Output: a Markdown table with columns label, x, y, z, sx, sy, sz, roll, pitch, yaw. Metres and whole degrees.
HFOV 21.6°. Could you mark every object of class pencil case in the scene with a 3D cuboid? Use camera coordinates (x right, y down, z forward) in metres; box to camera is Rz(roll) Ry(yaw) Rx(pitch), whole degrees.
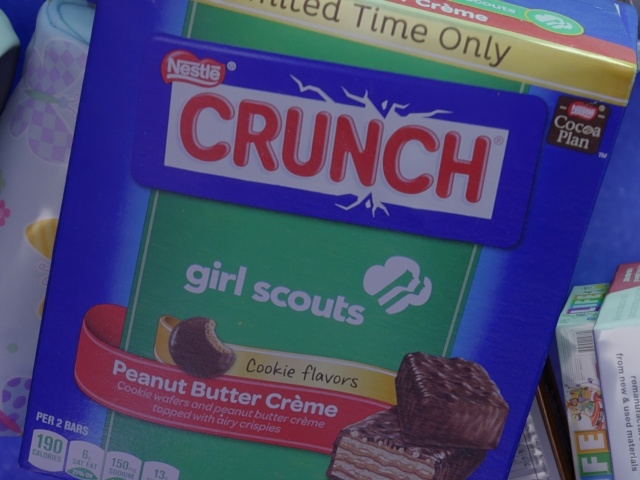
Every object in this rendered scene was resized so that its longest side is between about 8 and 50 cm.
| label | x | y | z | sx | sy | sz | roll | pitch | yaw |
| --- | --- | --- | --- | --- | --- | --- | --- | --- | --- |
| pencil case | -0.169 | -0.014 | 1.034 | 0.124 | 0.113 | 0.273 | 46 | 115 | 49 |

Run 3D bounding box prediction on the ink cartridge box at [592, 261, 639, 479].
| label | x | y | z | sx | sy | sz | roll | pitch | yaw |
| --- | --- | --- | --- | --- | --- | --- | --- | --- | --- |
| ink cartridge box | 0.277 | 0.061 | 0.903 | 0.237 | 0.172 | 0.100 | -7 | 99 | 15 |

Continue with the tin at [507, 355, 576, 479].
| label | x | y | z | sx | sy | sz | roll | pitch | yaw |
| --- | --- | --- | --- | --- | --- | --- | --- | --- | --- |
| tin | 0.100 | 0.124 | 1.035 | 0.106 | 0.040 | 0.190 | -16 | 96 | 13 |

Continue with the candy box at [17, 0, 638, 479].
| label | x | y | z | sx | sy | sz | roll | pitch | yaw |
| --- | --- | --- | --- | --- | --- | --- | --- | --- | --- |
| candy box | 0.000 | 0.000 | 0.907 | 0.268 | 0.122 | 0.317 | 14 | 114 | 1 |

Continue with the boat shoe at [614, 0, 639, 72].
| label | x | y | z | sx | sy | sz | roll | pitch | yaw |
| --- | --- | --- | --- | --- | --- | --- | --- | --- | --- |
| boat shoe | 0.212 | -0.168 | 0.916 | 0.277 | 0.096 | 0.098 | -43 | 86 | 17 |

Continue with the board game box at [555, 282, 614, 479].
| label | x | y | z | sx | sy | sz | roll | pitch | yaw |
| --- | --- | --- | --- | --- | --- | --- | --- | --- | --- |
| board game box | 0.165 | 0.110 | 0.978 | 0.026 | 0.103 | 0.154 | -7 | 98 | 16 |

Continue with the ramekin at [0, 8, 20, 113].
| label | x | y | z | sx | sy | sz | roll | pitch | yaw |
| --- | --- | --- | --- | --- | --- | --- | --- | --- | --- |
| ramekin | -0.281 | -0.054 | 0.986 | 0.127 | 0.273 | 0.273 | 28 | 107 | -4 |
